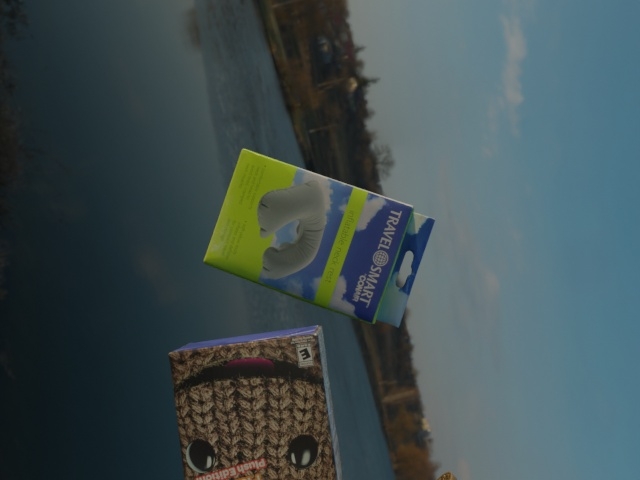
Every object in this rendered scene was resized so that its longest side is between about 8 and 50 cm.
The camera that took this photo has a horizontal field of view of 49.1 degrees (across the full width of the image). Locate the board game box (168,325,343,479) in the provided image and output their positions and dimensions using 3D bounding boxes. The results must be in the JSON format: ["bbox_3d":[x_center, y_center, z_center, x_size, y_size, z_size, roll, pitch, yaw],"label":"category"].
[{"bbox_3d":[-0.094,0.297,1.105,0.141,0.232,0.291,31,50,-86],"label":"board game box"}]

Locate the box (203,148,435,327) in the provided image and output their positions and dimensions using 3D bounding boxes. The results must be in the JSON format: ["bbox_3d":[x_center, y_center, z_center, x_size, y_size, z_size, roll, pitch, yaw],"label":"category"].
[{"bbox_3d":[0.000,0.000,0.611,0.042,0.178,0.109,9,100,-84],"label":"box"}]

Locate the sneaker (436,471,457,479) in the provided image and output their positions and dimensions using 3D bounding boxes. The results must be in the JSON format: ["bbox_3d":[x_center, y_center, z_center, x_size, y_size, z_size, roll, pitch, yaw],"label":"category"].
[{"bbox_3d":[0.242,0.562,1.395,0.086,0.064,0.192,48,44,-4],"label":"sneaker"}]
